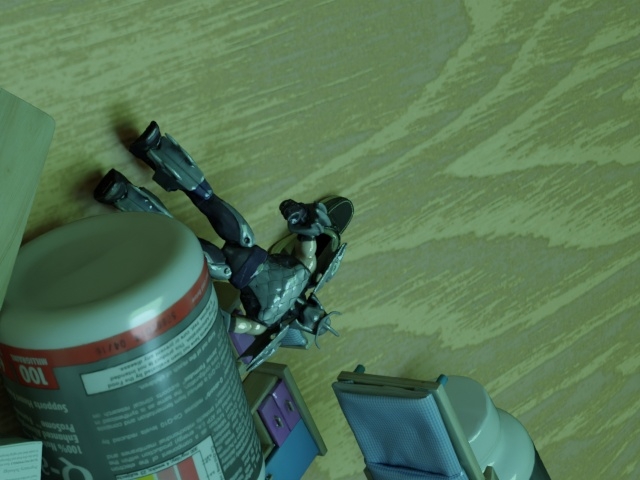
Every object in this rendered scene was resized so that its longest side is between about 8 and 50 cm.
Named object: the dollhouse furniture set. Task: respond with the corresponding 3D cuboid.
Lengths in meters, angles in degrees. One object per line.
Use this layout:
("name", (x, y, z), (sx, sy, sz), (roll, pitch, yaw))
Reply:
("dollhouse furniture set", (0.008, 0.222, 1.862), (0.198, 0.303, 0.286), (-54, 134, -36))

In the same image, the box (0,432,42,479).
("box", (-0.316, 0.216, 1.588), (0.102, 0.101, 0.087), (-2, 96, -52))

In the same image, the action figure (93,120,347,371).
("action figure", (-0.090, 0.012, 1.785), (0.285, 0.099, 0.185), (40, 74, -14))

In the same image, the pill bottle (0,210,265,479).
("pill bottle", (-0.169, 0.174, 1.689), (0.210, 0.210, 0.363), (-43, 128, -42))

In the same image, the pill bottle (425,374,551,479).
("pill bottle", (0.200, 0.317, 2.246), (0.176, 0.176, 0.318), (-58, 136, -31))

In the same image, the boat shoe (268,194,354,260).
("boat shoe", (0.000, 0.000, 2.034), (0.152, 0.049, 0.056), (-46, 129, -41))

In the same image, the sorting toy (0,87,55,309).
("sorting toy", (-0.368, -0.030, 1.493), (0.255, 0.089, 0.257), (30, 71, -51))
